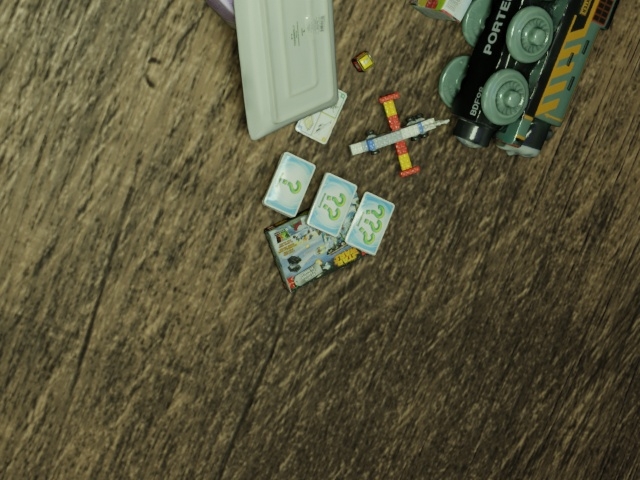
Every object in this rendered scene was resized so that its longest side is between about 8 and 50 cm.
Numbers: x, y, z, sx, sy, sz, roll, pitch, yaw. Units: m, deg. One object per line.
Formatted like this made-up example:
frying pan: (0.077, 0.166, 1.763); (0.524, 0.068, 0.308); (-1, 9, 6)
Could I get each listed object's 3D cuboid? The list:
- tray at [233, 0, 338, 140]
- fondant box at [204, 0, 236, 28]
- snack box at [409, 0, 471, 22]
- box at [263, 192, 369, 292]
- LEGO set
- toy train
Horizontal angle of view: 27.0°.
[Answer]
tray: (-0.035, -0.257, 1.643); (0.145, 0.030, 0.270); (-27, 132, -28)
fondant box: (-0.067, -0.454, 1.628); (0.330, 0.096, 0.238); (-49, 118, -4)
snack box: (0.183, -0.361, 1.760); (0.037, 0.100, 0.141); (28, 92, -26)
box: (0.000, 0.000, 1.817); (0.137, 0.027, 0.094); (-25, 111, -16)
LEGO set: (0.053, -0.123, 1.777); (0.182, 0.060, 0.244); (25, 85, -21)
toy train: (0.294, -0.274, 1.820); (0.190, 0.142, 0.334); (15, 97, -36)
